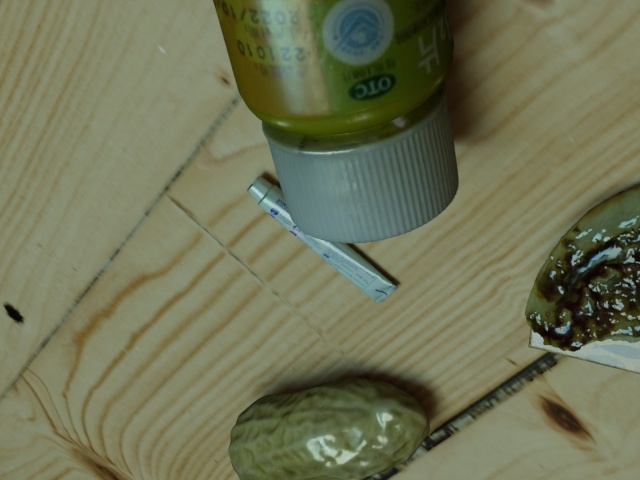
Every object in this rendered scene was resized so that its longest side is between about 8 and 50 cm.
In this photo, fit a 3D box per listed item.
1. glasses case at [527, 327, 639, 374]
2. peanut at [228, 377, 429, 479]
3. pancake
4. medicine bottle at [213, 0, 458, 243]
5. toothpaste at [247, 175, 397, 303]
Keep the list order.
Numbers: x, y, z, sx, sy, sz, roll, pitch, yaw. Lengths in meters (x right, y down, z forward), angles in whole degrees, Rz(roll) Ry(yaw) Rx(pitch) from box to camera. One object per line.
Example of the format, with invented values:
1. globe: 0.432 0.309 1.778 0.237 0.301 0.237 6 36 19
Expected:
1. glasses case: 0.320 0.104 1.529 0.170 0.041 0.064 13 110 28
2. peanut: 0.005 0.263 1.819 0.325 0.140 0.153 -15 132 38
3. pancake: 0.360 0.056 1.433 0.244 0.057 0.266 34 132 8
4. medicine bottle: 0.017 -0.204 1.356 0.224 0.224 0.384 8 128 31
5. toothpaste: 0.000 0.000 1.682 0.218 0.033 0.052 40 142 -3
